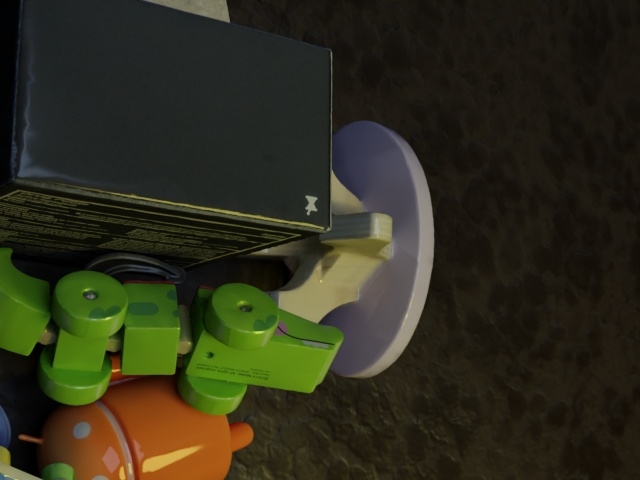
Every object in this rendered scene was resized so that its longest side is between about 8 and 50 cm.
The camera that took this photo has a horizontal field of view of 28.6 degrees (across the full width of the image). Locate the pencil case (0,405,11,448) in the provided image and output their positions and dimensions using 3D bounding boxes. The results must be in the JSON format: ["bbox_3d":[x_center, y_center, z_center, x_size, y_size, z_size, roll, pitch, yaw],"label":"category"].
[{"bbox_3d":[-0.366,0.214,0.988,0.119,0.133,0.306,27,36,4],"label":"pencil case"}]

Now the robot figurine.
[{"bbox_3d":[-0.172,0.197,1.189,0.219,0.128,0.158,-13,121,-36],"label":"robot figurine"}]

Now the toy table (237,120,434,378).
[{"bbox_3d":[0.000,0.000,1.299,0.161,0.252,0.274,13,65,-51],"label":"toy table"}]

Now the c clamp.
[{"bbox_3d":[-0.174,0.063,1.213,0.137,0.161,0.022,5,51,-14],"label":"c clamp"}]

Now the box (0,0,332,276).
[{"bbox_3d":[-0.188,-0.086,1.126,0.296,0.294,0.183,9,77,-35],"label":"box"}]

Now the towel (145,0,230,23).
[{"bbox_3d":[-0.228,-0.282,1.286,0.282,0.049,0.187,-7,85,-35],"label":"towel"}]

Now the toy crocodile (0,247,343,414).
[{"bbox_3d":[-0.147,0.080,1.142,0.340,0.115,0.105,7,39,-15],"label":"toy crocodile"}]

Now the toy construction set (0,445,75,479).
[{"bbox_3d":[-0.160,0.295,1.078,0.327,0.215,0.151,17,35,-9],"label":"toy construction set"}]
